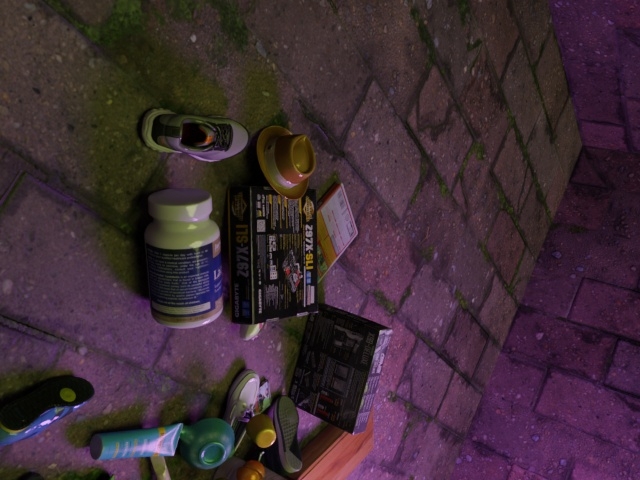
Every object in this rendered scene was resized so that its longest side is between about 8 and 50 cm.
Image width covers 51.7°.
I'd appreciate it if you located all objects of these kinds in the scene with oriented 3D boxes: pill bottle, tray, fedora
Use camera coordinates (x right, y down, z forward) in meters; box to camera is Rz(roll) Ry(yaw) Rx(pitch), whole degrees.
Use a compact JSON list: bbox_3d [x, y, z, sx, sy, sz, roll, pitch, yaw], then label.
[{"bbox_3d":[-0.281,0.034,1.357,0.153,0.153,0.264,-26,124,-47],"label":"pill bottle"},{"bbox_3d":[0.034,0.714,2.160,0.411,0.076,0.202,-33,129,-44],"label":"tray"},{"bbox_3d":[-0.164,0.657,1.718,0.131,0.229,0.131,-26,124,-47],"label":"pill bottle"},{"bbox_3d":[-0.066,-0.194,1.565,0.194,0.079,0.194,29,51,-43],"label":"fedora"}]

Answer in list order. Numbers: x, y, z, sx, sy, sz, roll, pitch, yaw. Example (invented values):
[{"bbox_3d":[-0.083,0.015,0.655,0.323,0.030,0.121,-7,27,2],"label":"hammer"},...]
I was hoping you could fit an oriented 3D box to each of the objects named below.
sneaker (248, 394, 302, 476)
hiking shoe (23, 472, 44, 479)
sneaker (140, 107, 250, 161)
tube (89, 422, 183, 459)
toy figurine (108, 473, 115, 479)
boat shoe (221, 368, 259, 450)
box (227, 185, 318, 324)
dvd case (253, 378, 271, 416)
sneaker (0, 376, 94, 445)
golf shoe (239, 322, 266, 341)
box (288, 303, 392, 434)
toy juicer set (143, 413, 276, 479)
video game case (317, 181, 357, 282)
[{"bbox_3d":[-0.134,0.562,1.856,0.086,0.163,0.226,27,40,-32],"label":"sneaker"},{"bbox_3d":[-0.515,0.558,1.288,0.086,0.114,0.226,-44,136,-35],"label":"hiking shoe"},{"bbox_3d":[-0.235,-0.210,1.360,0.272,0.108,0.100,-6,107,-55],"label":"sneaker"},{"bbox_3d":[-0.395,0.440,1.436,0.207,0.052,0.080,12,103,-47],"label":"tube"},{"bbox_3d":[-0.397,0.595,1.385,0.173,0.159,0.130,-74,-176,-50],"label":"toy figurine"},{"bbox_3d":[-0.202,0.447,1.697,0.083,0.076,0.226,24,84,-40],"label":"boat shoe"},{"bbox_3d":[-0.110,0.030,1.603,0.257,0.079,0.321,-4,94,-56],"label":"box"},{"bbox_3d":[-0.180,0.443,1.797,0.119,0.013,0.087,-33,129,-44],"label":"dvd case"},{"bbox_3d":[-0.522,0.320,1.236,0.082,0.069,0.209,-51,165,28],"label":"sneaker"},{"bbox_3d":[-0.169,0.158,1.649,0.086,0.068,0.186,40,61,-47],"label":"golf shoe"},{"bbox_3d":[0.050,0.359,1.882,0.077,0.243,0.307,9,96,-55],"label":"box"},{"bbox_3d":[-0.278,0.527,1.599,0.329,0.089,0.209,4,104,-24],"label":"toy juicer set"},{"bbox_3d":[0.000,0.000,1.848,0.285,0.025,0.204,-50,140,-30],"label":"video game case"}]
